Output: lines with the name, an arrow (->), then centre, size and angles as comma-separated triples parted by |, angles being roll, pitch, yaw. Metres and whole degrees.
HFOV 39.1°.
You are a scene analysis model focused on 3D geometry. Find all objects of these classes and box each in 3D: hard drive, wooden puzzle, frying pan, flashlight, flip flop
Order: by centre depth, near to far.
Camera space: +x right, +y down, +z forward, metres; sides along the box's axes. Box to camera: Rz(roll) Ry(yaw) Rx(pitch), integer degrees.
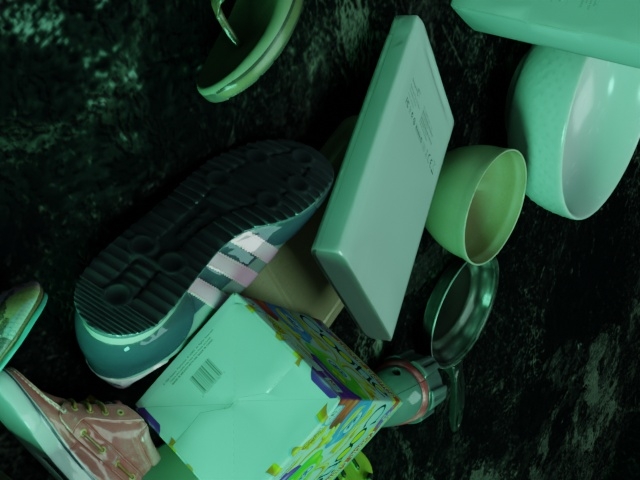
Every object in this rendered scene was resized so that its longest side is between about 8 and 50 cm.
flip flop -> -0.054, -0.253, 0.784 | 0.080, 0.112, 0.277 | 20, 95, -31
hard drive -> 0.081, -0.069, 1.017 | 0.203, 0.040, 0.307 | 59, 44, -53
wooden puzzle -> 0.000, 0.000, 1.055 | 0.239, 0.044, 0.221 | -49, 143, -18
flashlight -> 0.051, 0.232, 1.200 | 0.304, 0.103, 0.103 | -16, 119, -51
frying pan -> 0.231, 0.146, 1.450 | 0.197, 0.053, 0.326 | -49, 144, -26

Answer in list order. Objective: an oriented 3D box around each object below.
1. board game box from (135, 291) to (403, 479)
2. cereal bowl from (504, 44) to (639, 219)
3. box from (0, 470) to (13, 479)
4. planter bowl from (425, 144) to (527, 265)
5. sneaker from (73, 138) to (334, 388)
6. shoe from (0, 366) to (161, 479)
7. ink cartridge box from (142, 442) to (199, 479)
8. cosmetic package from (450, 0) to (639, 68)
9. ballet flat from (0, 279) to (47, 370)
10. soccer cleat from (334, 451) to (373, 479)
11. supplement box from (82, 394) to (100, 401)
board game box -> -0.036, 0.166, 0.917 | 0.144, 0.142, 0.275 | -49, 161, 4
cereal bowl -> 0.381, -0.210, 1.370 | 0.339, 0.141, 0.339 | -32, 133, -41
box -> -0.332, 0.356, 0.659 | 0.381, 0.191, 0.143 | -45, 140, -32
planter bowl -> 0.192, -0.059, 1.222 | 0.162, 0.109, 0.162 | -31, 131, -43
sneaker -> -0.110, 0.016, 0.872 | 0.319, 0.112, 0.131 | -39, 157, -36
shoe -> -0.214, 0.159, 0.789 | 0.081, 0.063, 0.178 | -47, 117, -31
ink cartridge box -> -0.152, 0.316, 0.985 | 0.139, 0.082, 0.191 | -23, 125, -47
cosmetic package -> 0.363, -0.416, 1.098 | 0.097, 0.284, 0.377 | 19, 93, -56
ballet flat -> -0.294, 0.117, 0.684 | 0.079, 0.077, 0.221 | 32, 81, -21
soccer cleat -> -0.036, 0.357, 1.190 | 0.289, 0.093, 0.121 | -25, 159, -51
supplement box -> -0.218, 0.206, 0.866 | 0.062, 0.036, 0.098 | -42, 137, -32
